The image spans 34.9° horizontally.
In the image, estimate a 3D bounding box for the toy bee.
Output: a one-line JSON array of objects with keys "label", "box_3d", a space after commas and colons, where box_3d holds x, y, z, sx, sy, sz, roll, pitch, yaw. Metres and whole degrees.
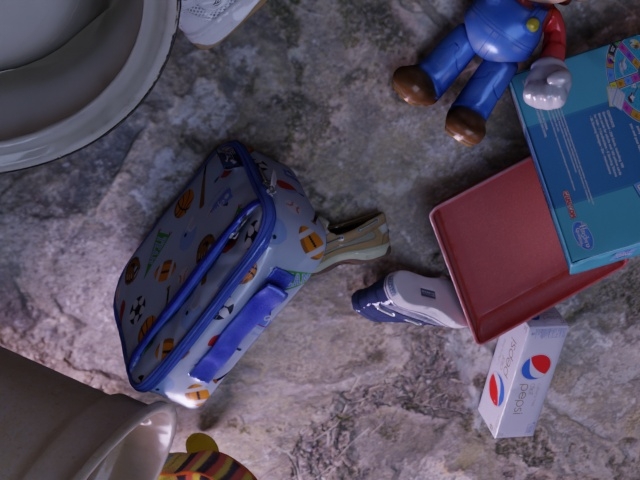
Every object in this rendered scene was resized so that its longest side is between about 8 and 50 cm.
[{"label": "toy bee", "box_3d": [-0.236, 0.344, 1.425, 0.298, 0.195, 0.162, -26, 102, 13]}]

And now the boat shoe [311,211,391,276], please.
[{"label": "boat shoe", "box_3d": [0.000, 0.000, 1.341, 0.190, 0.068, 0.072, -14, 113, -20]}]

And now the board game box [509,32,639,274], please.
[{"label": "board game box", "box_3d": [0.429, -0.129, 1.237, 0.336, 0.253, 0.079, -17, 166, 9]}]

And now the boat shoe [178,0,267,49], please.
[{"label": "boat shoe", "box_3d": [-0.062, -0.325, 1.084, 0.277, 0.098, 0.096, -41, 125, 12]}]

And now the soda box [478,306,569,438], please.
[{"label": "soda box", "box_3d": [0.306, 0.197, 1.550, 0.069, 0.074, 0.216, 0, 121, -18]}]

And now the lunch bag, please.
[{"label": "lunch bag", "box_3d": [-0.125, 0.037, 1.208, 0.115, 0.243, 0.303, 27, 111, -30]}]

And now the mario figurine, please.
[{"label": "mario figurine", "box_3d": [0.215, -0.270, 1.167, 0.198, 0.170, 0.320, 24, 113, -27]}]

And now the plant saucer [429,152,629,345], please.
[{"label": "plant saucer", "box_3d": [0.287, -0.011, 1.415, 0.259, 0.047, 0.258, -29, 125, -6]}]

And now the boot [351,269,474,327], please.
[{"label": "boot", "box_3d": [0.133, 0.090, 1.443, 0.086, 0.069, 0.190, -24, 147, 38]}]

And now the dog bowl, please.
[{"label": "dog bowl", "box_3d": [-0.343, -0.259, 0.963, 0.408, 0.150, 0.407, -9, 137, -8]}]

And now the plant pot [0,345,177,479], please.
[{"label": "plant pot", "box_3d": [-0.390, 0.263, 1.200, 0.306, 0.334, 0.333, 29, 115, 11]}]
